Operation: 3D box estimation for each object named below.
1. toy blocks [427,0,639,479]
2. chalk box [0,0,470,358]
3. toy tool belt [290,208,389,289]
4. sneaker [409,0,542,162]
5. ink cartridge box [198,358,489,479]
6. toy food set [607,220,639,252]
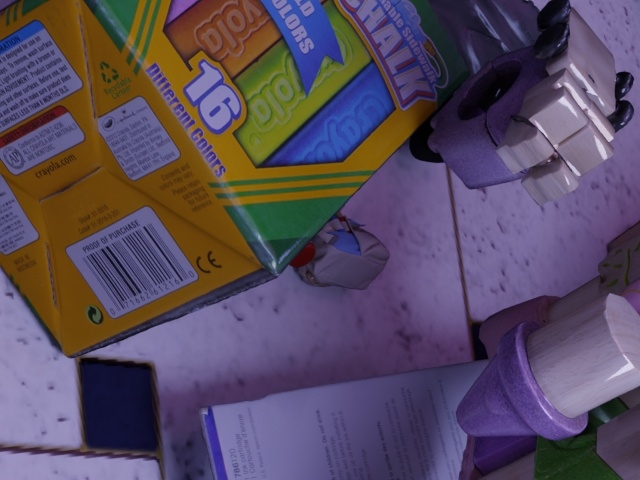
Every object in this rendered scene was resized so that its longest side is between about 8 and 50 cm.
[{"bbox_3d":[0.109,0.106,0.916,0.309,0.260,0.288,47,30,-21],"label":"toy blocks"},{"bbox_3d":[-0.056,-0.101,0.973,0.179,0.180,0.289,56,42,-12],"label":"chalk box"},{"bbox_3d":[0.000,0.000,1.088,0.083,0.052,0.051,15,32,-44],"label":"toy tool belt"},{"bbox_3d":[0.031,-0.171,1.149,0.286,0.109,0.130,45,65,-12],"label":"sneaker"},{"bbox_3d":[0.067,0.160,1.049,0.333,0.065,0.165,-4,76,-38],"label":"ink cartridge box"},{"bbox_3d":[0.304,0.063,1.367,0.132,0.038,0.192,-33,98,-47],"label":"toy food set"}]
